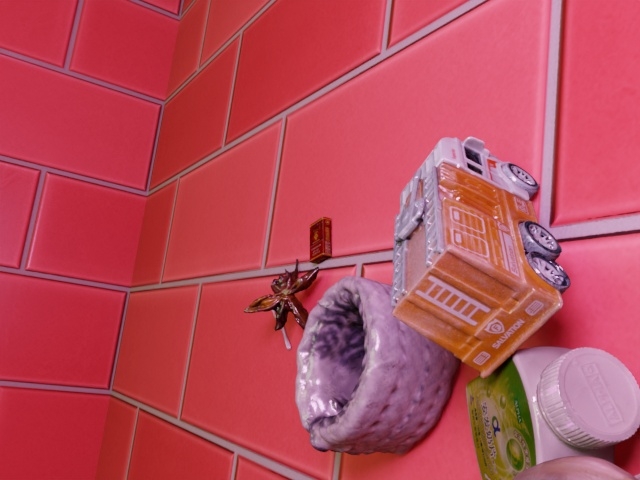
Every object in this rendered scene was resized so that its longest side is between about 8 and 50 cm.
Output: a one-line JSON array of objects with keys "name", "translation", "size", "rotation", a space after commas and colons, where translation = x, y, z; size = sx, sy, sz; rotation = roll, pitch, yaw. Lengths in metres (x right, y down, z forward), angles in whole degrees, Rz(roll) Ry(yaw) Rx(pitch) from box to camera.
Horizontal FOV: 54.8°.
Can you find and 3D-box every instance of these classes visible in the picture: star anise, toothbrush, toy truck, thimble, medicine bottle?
[{"name": "star anise", "translation": [-0.055, 0.110, 1.237], "size": [0.144, 0.158, 0.140], "rotation": [8, -88, -75]}, {"name": "toothbrush", "translation": [-0.084, 0.182, 1.303], "size": [0.131, 0.013, 0.011], "rotation": [-117, 39, -48]}, {"name": "toy truck", "translation": [0.167, -0.007, 0.727], "size": [0.136, 0.162, 0.305], "rotation": [-55, 12, 33]}, {"name": "thimble", "translation": [0.076, 0.182, 0.889], "size": [0.217, 0.157, 0.245], "rotation": [27, 101, 62]}, {"name": "medicine bottle", "translation": [0.232, 0.181, 0.635], "size": [0.188, 0.088, 0.132], "rotation": [114, 157, -58]}]

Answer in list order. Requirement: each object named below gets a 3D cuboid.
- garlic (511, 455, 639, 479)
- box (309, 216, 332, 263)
[{"name": "garlic", "translation": [0.256, 0.287, 0.480], "size": [0.237, 0.210, 0.292], "rotation": [-112, 30, -64]}, {"name": "box", "translation": [0.000, 0.000, 1.225], "size": [0.051, 0.023, 0.082], "rotation": [-31, 53, 51]}]
